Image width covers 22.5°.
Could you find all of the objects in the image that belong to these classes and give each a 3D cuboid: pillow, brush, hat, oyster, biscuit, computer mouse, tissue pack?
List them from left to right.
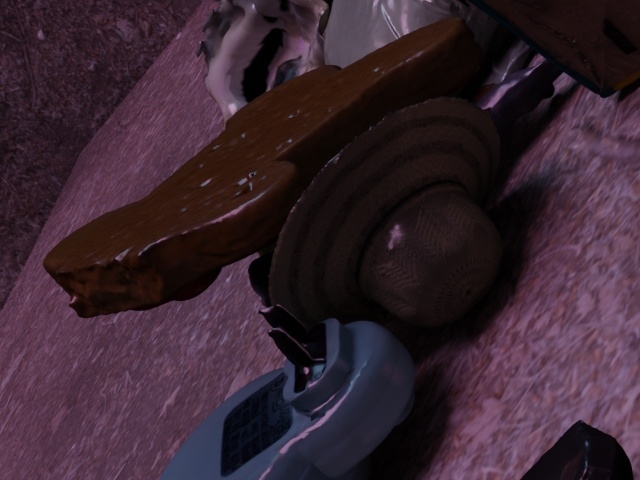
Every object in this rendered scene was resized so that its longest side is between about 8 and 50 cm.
[{"bbox_3d":[-0.060,-0.055,1.486,0.368,0.076,0.394,-16,21,49],"label":"biscuit"},{"bbox_3d":[-0.063,-0.203,2.010,0.351,0.115,0.238,128,131,-61],"label":"oyster"},{"bbox_3d":[0.100,-0.240,1.684,0.283,0.138,0.310,-114,42,-57],"label":"pillow"},{"bbox_3d":[0.088,0.011,1.318,0.110,0.252,0.252,44,103,33],"label":"hat"},{"bbox_3d":[0.223,-0.243,1.618,0.336,0.020,0.085,-60,14,-12],"label":"brush"},{"bbox_3d":[0.143,0.171,0.951,0.172,0.057,0.099,-55,11,57],"label":"computer mouse"},{"bbox_3d":[0.228,-0.277,1.341,0.134,0.192,0.271,-42,21,46],"label":"tissue pack"}]

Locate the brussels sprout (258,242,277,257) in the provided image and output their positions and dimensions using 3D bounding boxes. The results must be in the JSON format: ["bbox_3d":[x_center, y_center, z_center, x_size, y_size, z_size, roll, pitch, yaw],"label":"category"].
[{"bbox_3d":[0.003,-0.004,1.616,0.122,0.151,0.149,-17,12,20],"label":"brussels sprout"}]

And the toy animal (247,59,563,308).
[{"bbox_3d":[0.077,-0.043,1.456,0.367,0.081,0.206,-37,-8,-13],"label":"toy animal"}]

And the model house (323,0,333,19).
[{"bbox_3d":[0.023,-0.349,2.053,0.219,0.199,0.229,-36,17,3],"label":"model house"}]

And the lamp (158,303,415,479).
[{"bbox_3d":[-0.034,0.179,1.295,0.284,0.147,0.209,-60,15,21],"label":"lamp"}]
